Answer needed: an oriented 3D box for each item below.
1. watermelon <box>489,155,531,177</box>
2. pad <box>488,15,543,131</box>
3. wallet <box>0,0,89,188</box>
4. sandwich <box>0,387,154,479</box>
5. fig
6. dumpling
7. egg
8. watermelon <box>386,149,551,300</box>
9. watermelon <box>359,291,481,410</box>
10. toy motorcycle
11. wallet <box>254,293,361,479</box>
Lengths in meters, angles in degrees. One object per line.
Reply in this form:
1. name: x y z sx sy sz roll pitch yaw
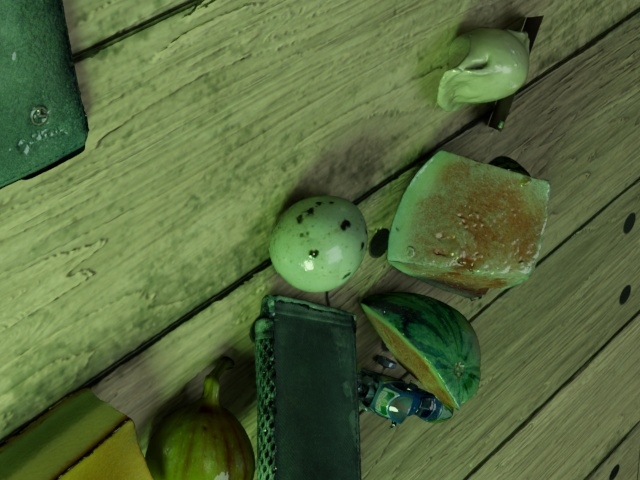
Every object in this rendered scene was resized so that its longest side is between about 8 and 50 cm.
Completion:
1. watermelon: 0.345 -0.084 1.795 0.087 0.069 0.163 -52 138 -16
2. pad: 0.307 -0.267 1.646 0.113 0.006 0.188 -97 -155 -79
3. wallet: -0.328 -0.222 0.982 0.190 0.046 0.379 -30 131 -33
4. sandwich: -0.314 0.318 1.243 0.220 0.108 0.186 -37 133 -32
5. fig: -0.149 0.272 1.377 0.148 0.142 0.186 -4 113 -49
6. dumpling: 0.239 -0.251 1.565 0.181 0.111 0.155 -4 147 -22
7. egg: 0.000 0.000 1.420 0.164 0.131 0.131 -45 144 -58
8. watermelon: 0.238 -0.013 1.612 0.261 0.201 0.213 15 89 -47
9. watermelon: 0.155 0.141 1.598 0.128 0.231 0.146 -50 129 -1
10. toy motorcycle: 0.123 0.254 1.677 0.254 0.135 0.092 21 94 -51
11. wallet: -0.022 0.260 1.478 0.237 0.075 0.342 19 66 -57
